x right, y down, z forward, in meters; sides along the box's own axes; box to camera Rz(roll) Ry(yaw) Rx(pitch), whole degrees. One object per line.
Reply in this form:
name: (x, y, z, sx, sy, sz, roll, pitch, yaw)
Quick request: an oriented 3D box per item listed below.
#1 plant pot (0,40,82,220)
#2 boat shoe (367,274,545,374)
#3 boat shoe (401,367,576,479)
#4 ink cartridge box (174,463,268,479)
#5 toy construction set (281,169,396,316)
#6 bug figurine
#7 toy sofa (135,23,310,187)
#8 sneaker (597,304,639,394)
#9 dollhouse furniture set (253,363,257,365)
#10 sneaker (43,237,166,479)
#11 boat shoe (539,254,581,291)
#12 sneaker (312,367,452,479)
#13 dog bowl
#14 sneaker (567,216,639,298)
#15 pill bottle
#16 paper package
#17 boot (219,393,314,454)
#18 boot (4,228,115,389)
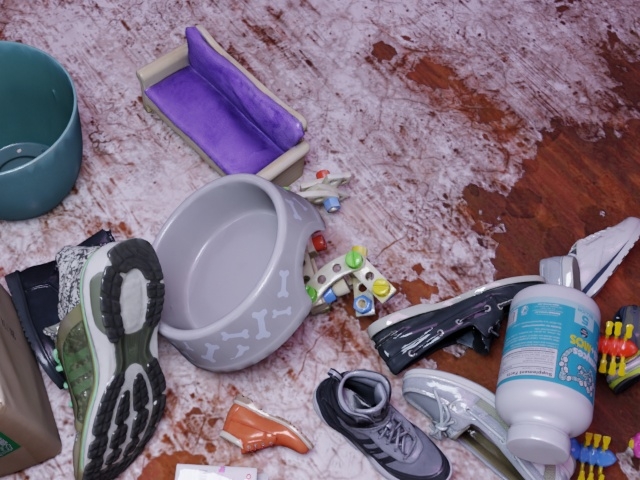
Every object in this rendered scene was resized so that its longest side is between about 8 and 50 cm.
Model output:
plant pot: (-0.570, -0.171, 1.254, 0.293, 0.235, 0.293, 3, 61, -5)
boat shoe: (0.261, 0.157, 1.238, 0.340, 0.127, 0.113, -14, 66, -12)
boat shoe: (0.270, 0.327, 1.156, 0.320, 0.118, 0.103, 34, 59, 4)
ink cartridge box: (-0.156, 0.406, 1.076, 0.143, 0.090, 0.092, 6, 62, -5)
toy construction set: (0.000, 0.000, 1.277, 0.215, 0.151, 0.328, -21, 56, 10)
bug figurine: (0.523, 0.283, 1.172, 0.216, 0.072, 0.279, 12, 90, 17)
toy sofa: (-0.196, -0.246, 1.372, 0.150, 0.177, 0.362, -39, 74, -24)
sneaker: (0.625, 0.159, 1.292, 0.300, 0.111, 0.121, -27, 65, -21)
dollhouse furniture set: (-0.112, 0.162, 1.225, 0.081, 0.091, 0.114, 44, 62, -1)
sneaker: (-0.354, 0.185, 1.089, 0.182, 0.158, 0.410, 12, 99, 31)
boat shoe: (0.441, 0.141, 1.295, 0.081, 0.079, 0.227, -3, 77, 36)
sneaker: (0.106, 0.305, 1.124, 0.268, 0.153, 0.101, 34, 64, 12)
dog bowl: (-0.158, 0.040, 1.165, 0.349, 0.102, 0.349, -19, 52, 27)
sneaker: (0.556, 0.020, 1.372, 0.095, 0.090, 0.235, 37, 62, 24)
pill bottle: (0.360, 0.211, 1.095, 0.146, 0.146, 0.264, 18, 57, 3)
paper package: (-0.536, 0.183, 1.021, 0.168, 0.325, 0.309, -23, 68, -16)
boot: (-0.091, 0.329, 1.148, 0.158, 0.059, 0.085, 23, 65, 15)
boot: (-0.411, 0.108, 1.202, 0.207, 0.094, 0.246, -26, 62, -15)
